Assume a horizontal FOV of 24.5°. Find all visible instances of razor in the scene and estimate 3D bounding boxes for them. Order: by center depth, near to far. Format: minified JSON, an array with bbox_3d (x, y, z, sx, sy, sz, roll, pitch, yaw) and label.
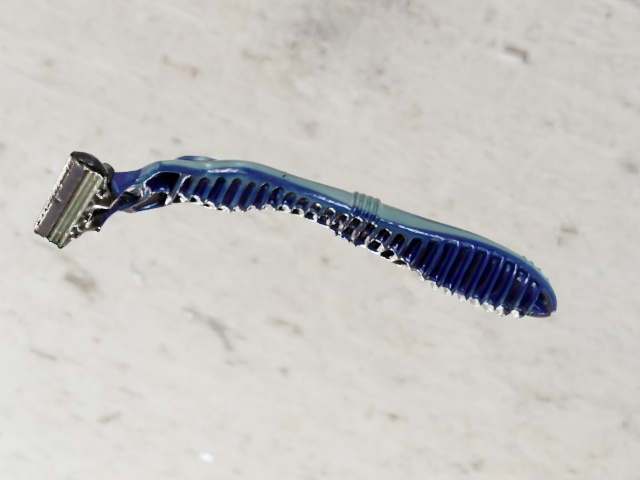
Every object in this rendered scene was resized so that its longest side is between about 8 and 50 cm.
[{"bbox_3d":[0.000,-0.004,0.423,0.154,0.028,0.044,12,148,-18],"label":"razor"}]
